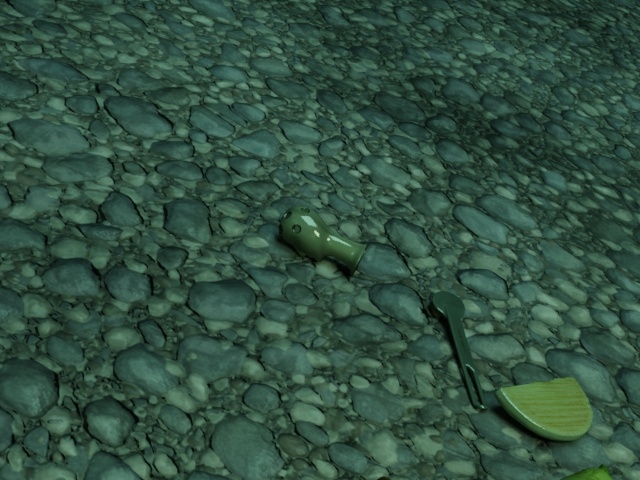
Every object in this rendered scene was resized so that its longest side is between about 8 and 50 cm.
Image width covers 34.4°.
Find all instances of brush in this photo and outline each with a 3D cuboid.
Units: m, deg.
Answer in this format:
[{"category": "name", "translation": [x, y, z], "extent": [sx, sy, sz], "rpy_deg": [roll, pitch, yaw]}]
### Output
[{"category": "brush", "translation": [0.230, 0.181, 1.702], "extent": [0.062, 0.027, 0.266], "rpy_deg": [11, 38, -18]}]

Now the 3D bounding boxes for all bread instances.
[{"category": "bread", "translation": [0.366, 0.274, 1.633], "extent": [0.193, 0.036, 0.112], "rpy_deg": [-2, 45, -40]}]

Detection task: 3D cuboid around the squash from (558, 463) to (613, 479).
[{"category": "squash", "translation": [0.313, 0.386, 1.359], "extent": [0.118, 0.118, 0.370], "rpy_deg": [40, 33, 26]}]

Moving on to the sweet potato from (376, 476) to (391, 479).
[{"category": "sweet potato", "translation": [0.083, 0.376, 1.273], "extent": [0.074, 0.075, 0.269], "rpy_deg": [14, 19, -13]}]

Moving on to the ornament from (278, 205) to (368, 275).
[{"category": "ornament", "translation": [0.000, 0.000, 1.779], "extent": [0.156, 0.081, 0.075], "rpy_deg": [28, -1, 3]}]
